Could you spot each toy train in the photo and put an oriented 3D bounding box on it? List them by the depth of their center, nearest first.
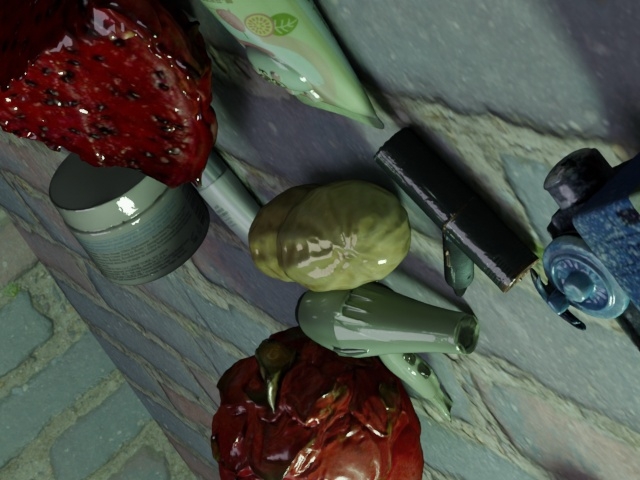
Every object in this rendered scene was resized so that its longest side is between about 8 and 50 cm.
[{"bbox_3d":[0.279,0.050,0.916,0.300,0.131,0.202,50,155,-6],"label":"toy train"}]

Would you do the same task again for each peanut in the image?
[{"bbox_3d":[0.000,0.000,1.456,0.111,0.125,0.274,51,162,-13],"label":"peanut"}]

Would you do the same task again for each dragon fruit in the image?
[{"bbox_3d":[-0.193,-0.233,1.514,0.286,0.228,0.329,22,150,-23],"label":"dragon fruit"},{"bbox_3d":[-0.006,0.260,1.780,0.277,0.277,0.342,35,156,38],"label":"dragon fruit"}]

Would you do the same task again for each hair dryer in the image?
[{"bbox_3d":[0.117,-0.006,1.310,0.173,0.050,0.195,49,166,11],"label":"hair dryer"},{"bbox_3d":[0.124,0.127,1.540,0.267,0.092,0.229,35,158,-24],"label":"hair dryer"}]

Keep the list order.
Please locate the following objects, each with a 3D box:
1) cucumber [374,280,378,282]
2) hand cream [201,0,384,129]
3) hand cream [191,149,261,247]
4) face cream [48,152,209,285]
[{"bbox_3d":[-0.005,0.015,1.633,0.181,0.053,0.053,28,153,43],"label":"cucumber"},{"bbox_3d":[-0.056,-0.219,1.234,0.147,0.093,0.306,24,159,52],"label":"hand cream"},{"bbox_3d":[-0.112,-0.049,1.746,0.255,0.048,0.079,51,161,-8],"label":"hand cream"},{"bbox_3d":[-0.257,-0.048,1.882,0.177,0.177,0.153,29,155,47],"label":"face cream"}]
